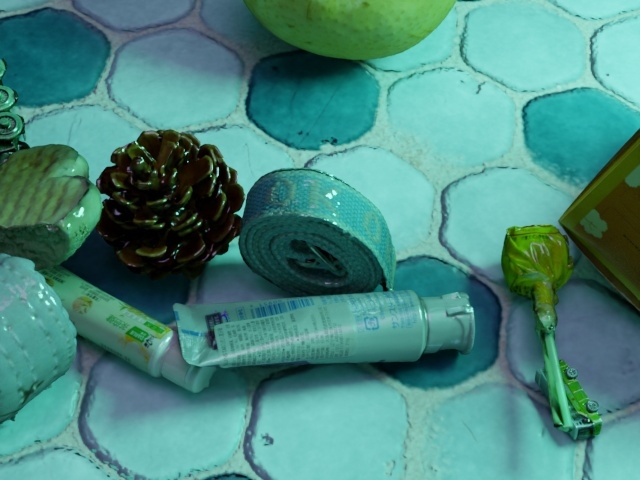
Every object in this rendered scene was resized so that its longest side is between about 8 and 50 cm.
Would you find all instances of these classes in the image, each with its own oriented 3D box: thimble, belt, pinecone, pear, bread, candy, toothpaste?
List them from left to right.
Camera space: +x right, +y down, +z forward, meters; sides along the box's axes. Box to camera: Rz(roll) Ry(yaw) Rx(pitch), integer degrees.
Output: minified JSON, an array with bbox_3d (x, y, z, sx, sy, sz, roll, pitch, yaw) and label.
[{"bbox_3d":[-0.307,0.095,1.325,0.127,0.151,0.118,44,60,11],"label":"thimble"},{"bbox_3d":[-0.304,-0.022,1.420,0.172,0.064,0.232,-29,27,-8],"label":"bread"},{"bbox_3d":[-0.246,0.068,1.420,0.314,0.058,0.056,27,94,21],"label":"toothpaste"},{"bbox_3d":[-0.161,-0.042,1.447,0.173,0.174,0.174,3,50,-3],"label":"pinecone"},{"bbox_3d":[-0.005,-0.005,1.437,0.147,0.163,0.082,-3,51,18],"label":"belt"},{"bbox_3d":[0.004,0.090,1.402,0.299,0.073,0.114,-2,30,-11],"label":"toothpaste"},{"bbox_3d":[0.036,-0.370,1.659,0.309,0.309,0.309,3,50,-3],"label":"pear"},{"bbox_3d":[0.231,0.088,1.421,0.073,0.077,0.262,5,46,-7],"label":"candy"}]

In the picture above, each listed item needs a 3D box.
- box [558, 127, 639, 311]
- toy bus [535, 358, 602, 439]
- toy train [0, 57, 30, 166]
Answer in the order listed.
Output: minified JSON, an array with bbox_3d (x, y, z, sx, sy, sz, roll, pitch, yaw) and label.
[{"bbox_3d":[0.449,-0.051,1.451,0.259,0.214,0.283,45,58,3],"label":"box"},{"bbox_3d":[0.252,0.161,1.402,0.037,0.031,0.083,-18,53,-13],"label":"toy bus"},{"bbox_3d":[-0.390,-0.135,1.565,0.111,0.071,0.170,-17,54,-7],"label":"toy train"}]
